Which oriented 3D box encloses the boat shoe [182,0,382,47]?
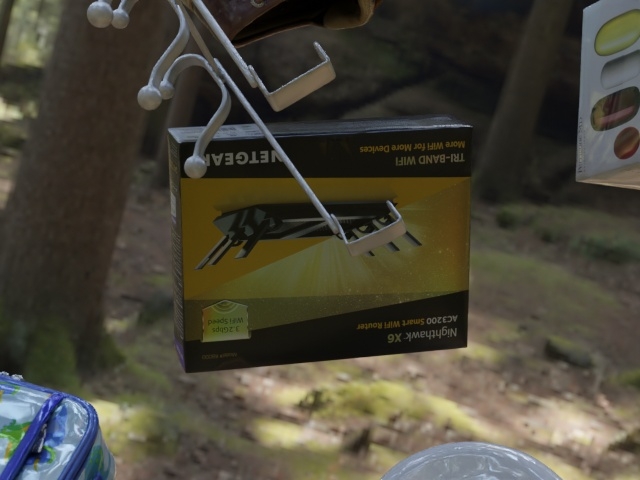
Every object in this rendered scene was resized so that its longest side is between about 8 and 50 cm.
[{"bbox_3d":[0.017,-0.272,1.548,0.342,0.123,0.123,-17,62,-34],"label":"boat shoe"}]

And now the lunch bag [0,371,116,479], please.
[{"bbox_3d":[-0.251,0.194,1.010,0.176,0.090,0.219,14,53,19],"label":"lunch bag"}]

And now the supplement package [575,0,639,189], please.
[{"bbox_3d":[0.370,-0.157,1.464,0.149,0.194,0.203,6,-8,-17],"label":"supplement package"}]

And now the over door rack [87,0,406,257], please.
[{"bbox_3d":[-0.090,-0.129,1.257,0.324,0.108,0.239,41,-11,35],"label":"over door rack"}]

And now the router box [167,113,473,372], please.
[{"bbox_3d":[0.000,0.000,1.516,0.308,0.243,0.081,-5,16,-14],"label":"router box"}]

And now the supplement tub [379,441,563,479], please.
[{"bbox_3d":[0.160,0.367,1.442,0.228,0.228,0.316,22,-30,26],"label":"supplement tub"}]
